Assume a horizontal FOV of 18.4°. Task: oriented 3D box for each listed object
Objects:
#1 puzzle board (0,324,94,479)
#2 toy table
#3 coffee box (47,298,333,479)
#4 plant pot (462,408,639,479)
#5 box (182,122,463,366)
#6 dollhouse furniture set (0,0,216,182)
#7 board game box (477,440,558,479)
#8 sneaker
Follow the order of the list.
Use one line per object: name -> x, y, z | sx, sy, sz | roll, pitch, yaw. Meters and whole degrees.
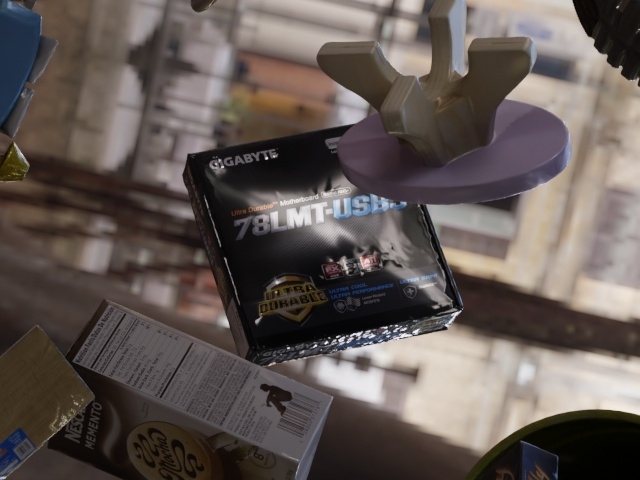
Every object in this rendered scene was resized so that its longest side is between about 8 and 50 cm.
puzzle board -> -0.286, 0.155, 1.854 | 0.128, 0.096, 0.011 | -42, -151, -15
toy table -> 0.136, -0.156, 2.236 | 0.252, 0.274, 0.161 | -78, 156, -50
coffee box -> -0.155, 0.212, 2.305 | 0.168, 0.297, 0.119 | 105, 10, -46
plant pot -> 0.357, 0.380, 2.116 | 0.353, 0.366, 0.366 | 19, 82, -59
box -> 0.000, 0.000, 2.567 | 0.073, 0.296, 0.293 | 118, -41, -61
dollhouse furniture set -> -0.254, -0.187, 2.019 | 0.303, 0.198, 0.286 | -66, -167, -3
board game box -> 0.138, 0.312, 1.677 | 0.165, 0.042, 0.243 | -50, -157, 41
sneaker -> 0.322, -0.174, 1.676 | 0.132, 0.228, 0.086 | -28, 160, -34
